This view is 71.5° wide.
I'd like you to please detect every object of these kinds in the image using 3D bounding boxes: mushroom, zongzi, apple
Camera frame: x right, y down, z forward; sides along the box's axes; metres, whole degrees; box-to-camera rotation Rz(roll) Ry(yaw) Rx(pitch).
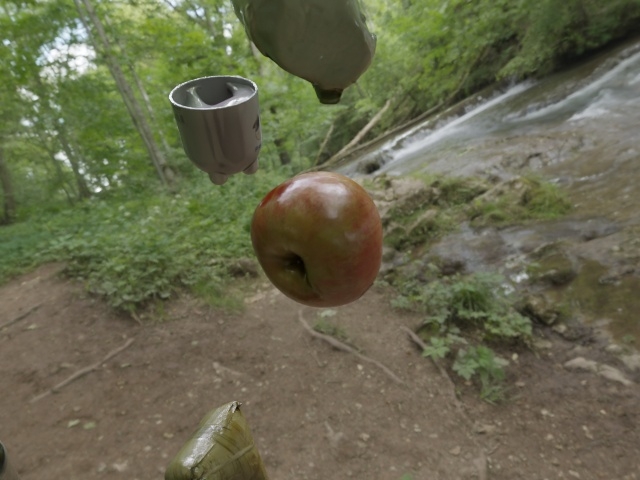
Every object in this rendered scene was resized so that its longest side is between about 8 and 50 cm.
[{"bbox_3d":[-0.058,-0.266,0.420,0.097,0.351,0.109,-46,-32,23],"label":"mushroom"},{"bbox_3d":[-0.157,0.399,0.744,0.099,0.197,0.194,-25,4,19],"label":"zongzi"},{"bbox_3d":[0.000,0.000,0.661,0.210,0.209,0.164,-23,18,48],"label":"apple"}]

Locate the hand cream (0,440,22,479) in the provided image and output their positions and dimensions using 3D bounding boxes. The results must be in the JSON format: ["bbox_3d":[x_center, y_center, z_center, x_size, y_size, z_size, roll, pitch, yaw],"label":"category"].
[{"bbox_3d":[-0.302,0.227,0.392,0.087,0.054,0.186,-37,-19,-47],"label":"hand cream"}]

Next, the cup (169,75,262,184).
[{"bbox_3d":[-0.167,-0.188,0.740,0.134,0.141,0.173,-14,42,-13],"label":"cup"}]
